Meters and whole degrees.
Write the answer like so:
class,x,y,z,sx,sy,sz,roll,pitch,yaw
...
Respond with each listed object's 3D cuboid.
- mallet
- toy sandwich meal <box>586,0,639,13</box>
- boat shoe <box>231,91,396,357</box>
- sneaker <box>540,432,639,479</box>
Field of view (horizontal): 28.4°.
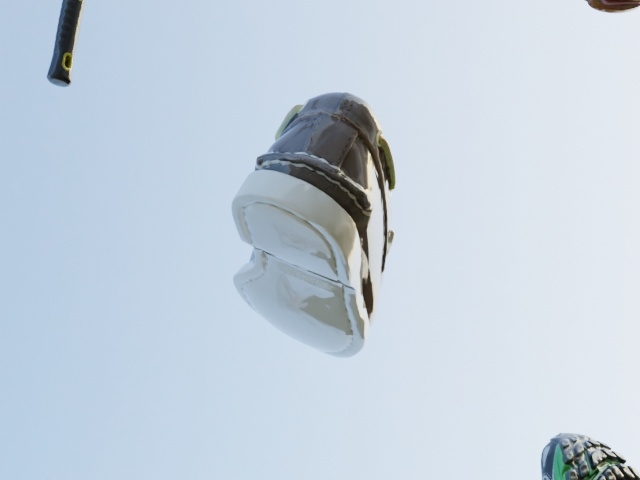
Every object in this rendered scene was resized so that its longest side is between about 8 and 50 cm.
class,x,y,z,sx,sy,sz,roll,pitch,yaw
mallet,-0.164,-0.197,0.907,0.062,0.039,0.190,16,-108,-49
toy sandwich meal,0.187,-0.191,0.836,0.085,0.029,0.086,6,-105,-23
boat shoe,0.000,0.000,0.934,0.097,0.116,0.324,-62,-10,-19
sneaker,0.247,0.351,1.173,0.134,0.146,0.344,5,-108,-41
